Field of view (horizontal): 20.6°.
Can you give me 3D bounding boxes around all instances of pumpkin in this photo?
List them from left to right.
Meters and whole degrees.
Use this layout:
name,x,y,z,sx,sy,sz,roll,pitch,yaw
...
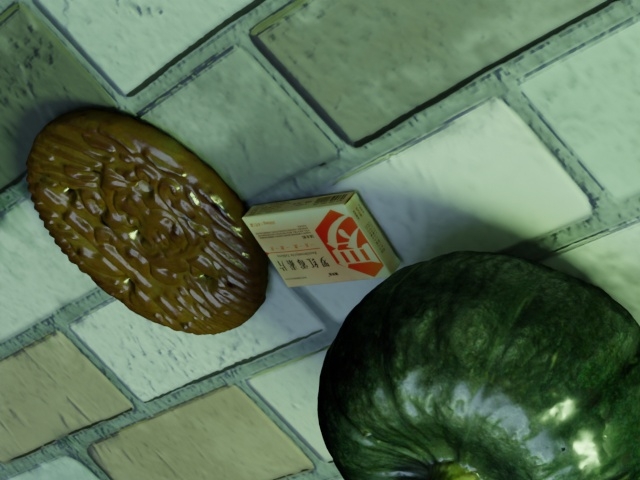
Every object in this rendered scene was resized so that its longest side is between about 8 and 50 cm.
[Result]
name,x,y,z,sx,sy,sz,roll,pitch,yaw
pumpkin,0.098,0.105,0.993,0.212,0.152,0.211,23,129,31

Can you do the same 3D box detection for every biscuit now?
name,x,y,z,sx,sy,sz,roll,pitch,yaw
biscuit,-0.117,-0.007,1.165,0.188,0.027,0.187,23,141,20

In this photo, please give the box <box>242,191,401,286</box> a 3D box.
name,x,y,z,sx,sy,sz,roll,pitch,yaw
box,0.000,0.000,1.081,0.093,0.015,0.058,-6,124,46
